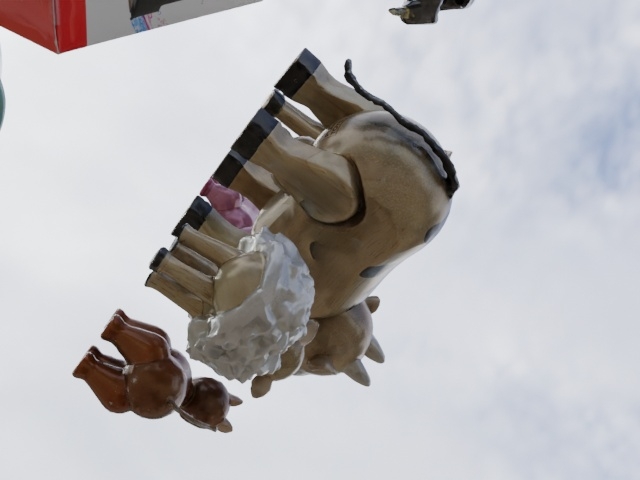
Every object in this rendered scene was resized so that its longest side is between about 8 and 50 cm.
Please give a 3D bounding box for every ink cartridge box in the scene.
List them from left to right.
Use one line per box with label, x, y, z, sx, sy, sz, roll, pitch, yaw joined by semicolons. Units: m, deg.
ink cartridge box;-0.169;-0.199;1.127;0.134;0.231;0.078;28;-53;42

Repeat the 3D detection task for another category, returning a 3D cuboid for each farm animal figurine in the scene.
farm animal figurine;0.000;0.000;1.068;0.172;0.330;0.327;35;-28;-4

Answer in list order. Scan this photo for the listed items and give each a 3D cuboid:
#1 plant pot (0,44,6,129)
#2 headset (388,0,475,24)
plant pot;-0.480;-0.199;1.790;0.272;0.255;0.271;-15;-52;-21
headset;-0.075;-0.258;0.761;0.394;0.243;0.185;39;-11;16
